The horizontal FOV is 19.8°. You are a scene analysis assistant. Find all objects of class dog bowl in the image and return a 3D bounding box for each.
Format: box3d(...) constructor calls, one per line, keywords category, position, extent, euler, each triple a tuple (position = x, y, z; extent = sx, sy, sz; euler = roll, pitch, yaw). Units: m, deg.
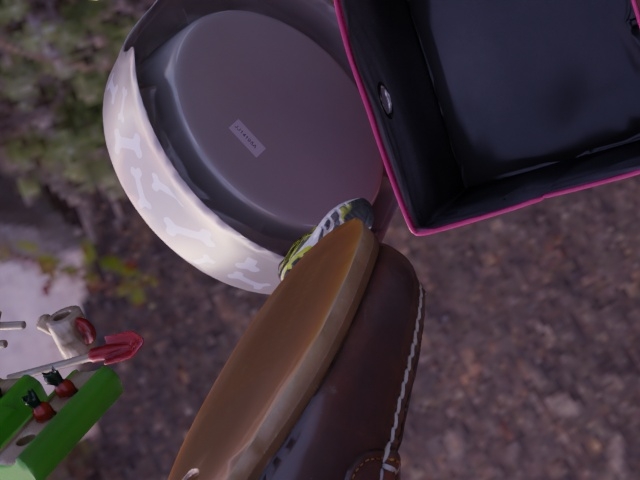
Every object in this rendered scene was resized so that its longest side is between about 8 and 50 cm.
box3d(category="dog bowl", position=(-0.059, -0.102, 1.797), extent=(0.102, 0.348, 0.349), euler=(-40, 77, 42))

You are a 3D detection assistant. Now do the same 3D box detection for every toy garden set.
box3d(category="toy garden set", position=(-0.242, 0.096, 1.271), extent=(0.244, 0.204, 0.049), euler=(-8, 115, 33))

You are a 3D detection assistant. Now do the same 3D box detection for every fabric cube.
box3d(category="fabric cube", position=(0.189, -0.175, 1.701), extent=(0.259, 0.258, 0.254), euler=(-16, 96, 17))

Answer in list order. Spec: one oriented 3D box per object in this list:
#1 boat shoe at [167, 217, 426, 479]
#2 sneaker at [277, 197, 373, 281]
box3d(category="boat shoe", position=(-0.012, 0.088, 0.530), extent=(0.073, 0.207, 0.073), euler=(36, 147, -14))
box3d(category="sneaker", position=(0.000, 0.000, 1.246), extent=(0.031, 0.083, 0.035), euler=(51, 168, -21))
